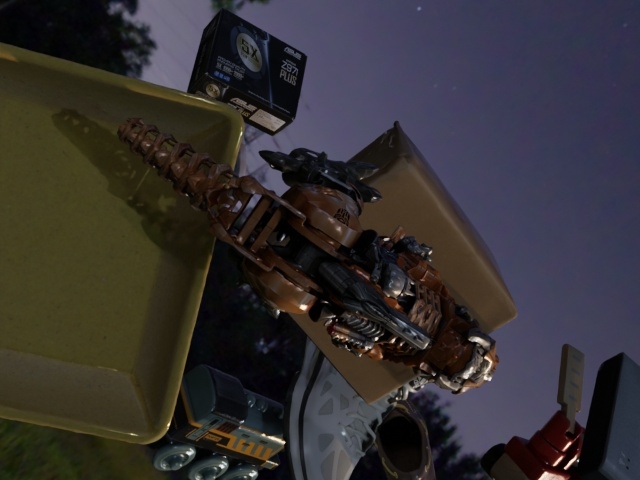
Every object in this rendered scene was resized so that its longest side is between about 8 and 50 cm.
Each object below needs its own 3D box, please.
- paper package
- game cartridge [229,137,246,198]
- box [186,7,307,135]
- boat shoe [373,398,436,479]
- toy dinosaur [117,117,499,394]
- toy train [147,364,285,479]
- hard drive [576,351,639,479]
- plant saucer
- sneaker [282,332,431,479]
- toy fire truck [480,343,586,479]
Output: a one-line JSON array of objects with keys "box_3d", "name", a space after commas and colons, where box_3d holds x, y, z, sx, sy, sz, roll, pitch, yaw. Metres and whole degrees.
[{"box_3d": [0.095, 0.042, 1.177, 0.325, 0.309, 0.168, 50, 17, -21], "name": "paper package"}, {"box_3d": [-0.116, -0.093, 0.918, 0.017, 0.056, 0.083, 10, 79, -60], "name": "game cartridge"}, {"box_3d": [-0.126, -0.292, 1.309, 0.180, 0.147, 0.077, 24, -30, -27], "name": "box"}, {"box_3d": [0.154, 0.378, 1.447, 0.324, 0.117, 0.096, -98, 179, -64], "name": "boat shoe"}, {"box_3d": [0.000, 0.000, 0.590, 0.322, 0.164, 0.218, 55, 1, -15], "name": "toy dinosaur"}, {"box_3d": [-0.175, 0.343, 1.355, 0.334, 0.190, 0.142, 37, 22, -46], "name": "toy train"}, {"box_3d": [0.212, 0.142, 0.433, 0.135, 0.094, 0.022, 41, -47, -4], "name": "hard drive"}, {"box_3d": [-0.271, -0.004, 0.700, 0.333, 0.332, 0.081, 14, 6, -10], "name": "plant saucer"}, {"box_3d": [0.089, 0.281, 1.351, 0.447, 0.258, 0.169, -81, 154, -44], "name": "sneaker"}, {"box_3d": [0.405, 0.322, 1.227, 0.217, 0.246, 0.158, 26, 15, -40], "name": "toy fire truck"}]
